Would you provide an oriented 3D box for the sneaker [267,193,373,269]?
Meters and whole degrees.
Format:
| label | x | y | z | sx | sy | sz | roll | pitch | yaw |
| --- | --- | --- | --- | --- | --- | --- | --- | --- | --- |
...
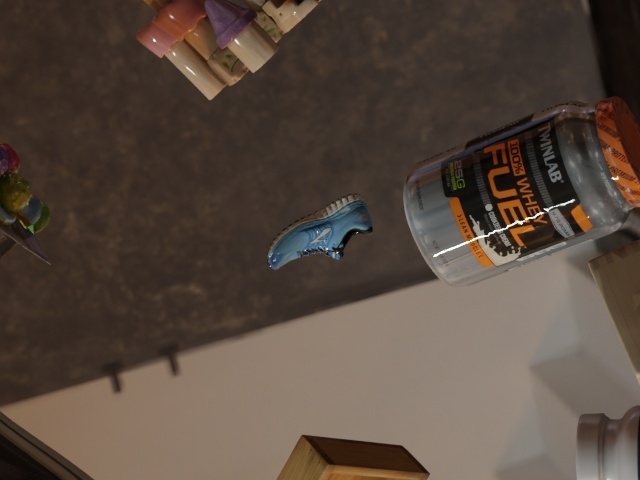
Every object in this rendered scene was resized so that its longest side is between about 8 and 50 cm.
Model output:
| label | x | y | z | sx | sy | sz | roll | pitch | yaw |
| --- | --- | --- | --- | --- | --- | --- | --- | --- | --- |
| sneaker | 0.000 | 0.000 | 1.972 | 0.073 | 0.162 | 0.063 | 61 | -178 | 10 |

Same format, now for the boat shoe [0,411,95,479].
| label | x | y | z | sx | sy | sz | roll | pitch | yaw |
| --- | --- | --- | --- | --- | --- | --- | --- | --- | --- |
| boat shoe | -0.430 | 0.225 | 1.439 | 0.500 | 0.156 | 0.187 | 28 | 121 | 21 |

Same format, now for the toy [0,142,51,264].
| label | x | y | z | sx | sy | sz | roll | pitch | yaw |
| --- | --- | --- | --- | --- | --- | --- | --- | --- | --- |
| toy | -0.362 | -0.069 | 1.627 | 0.137 | 0.056 | 0.237 | 59 | 177 | 21 |

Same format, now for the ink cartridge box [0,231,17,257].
| label | x | y | z | sx | sy | sz | roll | pitch | yaw |
| --- | --- | --- | --- | --- | --- | --- | --- | --- | --- |
| ink cartridge box | -0.561 | 0.022 | 1.839 | 0.309 | 0.272 | 0.130 | -53 | -10 | -52 |

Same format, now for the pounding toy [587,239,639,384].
| label | x | y | z | sx | sy | sz | roll | pitch | yaw |
| --- | --- | --- | --- | --- | --- | --- | --- | --- | --- |
| pounding toy | 0.346 | 0.119 | 1.347 | 0.206 | 0.094 | 0.181 | 51 | -162 | -55 |

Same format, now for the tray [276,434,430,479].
| label | x | y | z | sx | sy | sz | roll | pitch | yaw |
| --- | --- | --- | --- | --- | --- | --- | --- | --- | --- |
| tray | -0.033 | 0.459 | 1.961 | 0.076 | 0.203 | 0.411 | 44 | 111 | 42 |

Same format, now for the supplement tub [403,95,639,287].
| label | x | y | z | sx | sy | sz | roll | pitch | yaw |
| --- | --- | --- | --- | --- | --- | --- | --- | --- | --- |
| supplement tub | 0.290 | -0.071 | 1.960 | 0.193 | 0.316 | 0.193 | 45 | -147 | -40 |

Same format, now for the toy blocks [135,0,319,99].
| label | x | y | z | sx | sy | sz | roll | pitch | yaw |
| --- | --- | --- | --- | --- | --- | --- | --- | --- | --- |
| toy blocks | -0.103 | -0.357 | 1.624 | 0.260 | 0.288 | 0.309 | 46 | 169 | -10 |

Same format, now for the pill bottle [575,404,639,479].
| label | x | y | z | sx | sy | sz | roll | pitch | yaw |
| --- | --- | --- | --- | --- | --- | --- | --- | --- | --- |
| pill bottle | 0.479 | 0.293 | 1.891 | 0.153 | 0.265 | 0.153 | -1 | -90 | -70 |
